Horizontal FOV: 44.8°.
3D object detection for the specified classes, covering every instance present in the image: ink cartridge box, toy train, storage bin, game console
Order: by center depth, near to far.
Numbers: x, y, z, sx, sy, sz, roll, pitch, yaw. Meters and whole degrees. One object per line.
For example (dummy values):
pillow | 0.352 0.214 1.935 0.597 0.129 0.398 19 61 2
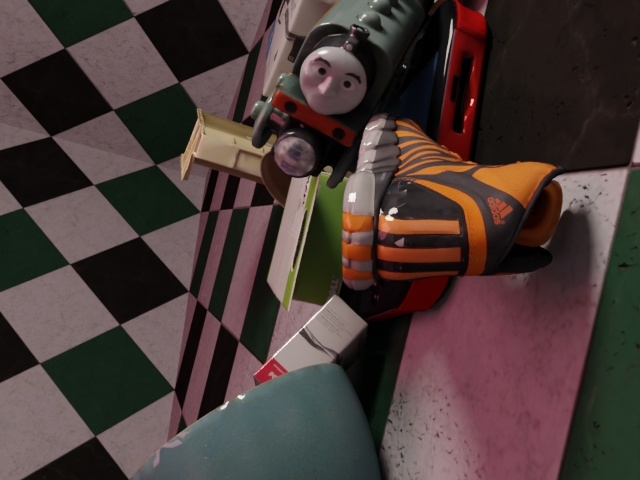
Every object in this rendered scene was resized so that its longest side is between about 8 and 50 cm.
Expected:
toy train | 0.033 -0.200 0.896 0.190 0.142 0.334 -62 -2 36
ink cartridge box | -0.010 0.156 0.995 0.150 0.063 0.109 -43 -19 -19
game console | 0.101 -0.083 1.014 0.342 0.060 0.387 149 134 -69
ink cartridge box | 0.000 0.000 1.087 0.255 0.097 0.189 -144 68 -79
storage bin | -0.148 -0.162 1.619 0.260 0.262 0.123 -119 47 -69
ink cartridge box | -0.018 -0.479 1.695 0.307 0.129 0.223 121 159 -47

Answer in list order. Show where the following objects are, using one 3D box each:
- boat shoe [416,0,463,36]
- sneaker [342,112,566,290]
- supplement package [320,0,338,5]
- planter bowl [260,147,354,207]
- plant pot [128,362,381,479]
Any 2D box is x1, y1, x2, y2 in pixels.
boat shoe | 0.154 -0.339 1.005 0.302 0.109 0.098 -39 69 63
sneaker | 0.123 -0.036 0.711 0.321 0.180 0.125 -72 -18 -64
supplement package | 0.055 -0.546 1.396 0.293 0.175 0.178 -97 24 -54
planter bowl | -0.006 -0.122 1.301 0.109 0.162 0.162 -54 1 -33
plant pot | -0.045 0.301 0.855 0.195 0.290 0.290 56 141 23
